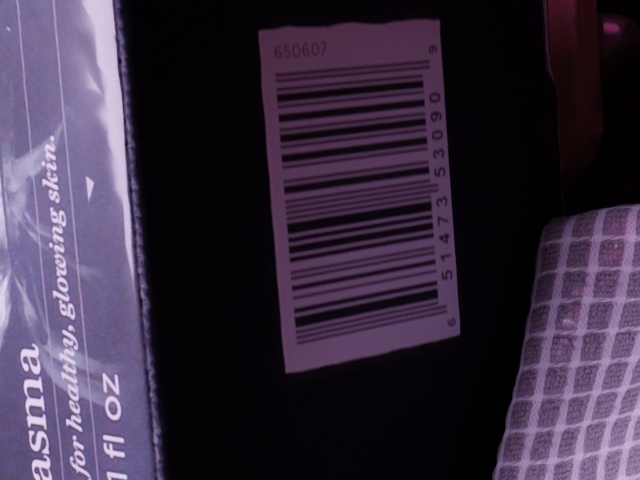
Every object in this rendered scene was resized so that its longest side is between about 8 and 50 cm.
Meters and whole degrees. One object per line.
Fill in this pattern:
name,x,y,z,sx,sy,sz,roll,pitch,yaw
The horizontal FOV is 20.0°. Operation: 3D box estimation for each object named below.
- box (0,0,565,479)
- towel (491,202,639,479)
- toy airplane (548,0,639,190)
box,-0.128,-0.020,1.049,0.472,0.297,0.479,2,99,50
towel,0.185,0.095,0.839,0.235,0.121,0.283,-26,44,57
toy airplane,0.125,-0.271,1.237,0.384,0.272,0.386,36,93,30
